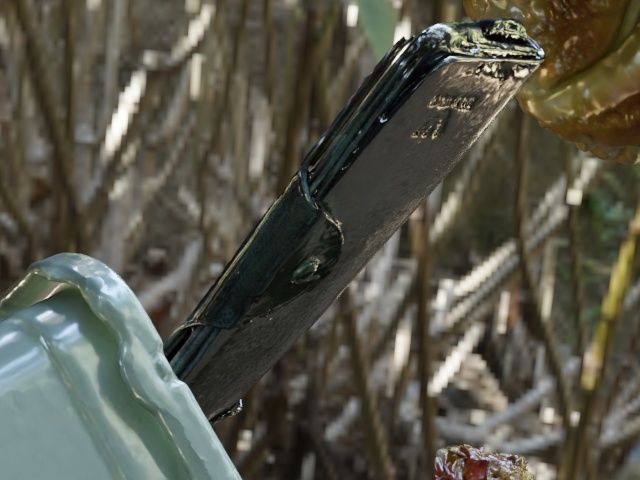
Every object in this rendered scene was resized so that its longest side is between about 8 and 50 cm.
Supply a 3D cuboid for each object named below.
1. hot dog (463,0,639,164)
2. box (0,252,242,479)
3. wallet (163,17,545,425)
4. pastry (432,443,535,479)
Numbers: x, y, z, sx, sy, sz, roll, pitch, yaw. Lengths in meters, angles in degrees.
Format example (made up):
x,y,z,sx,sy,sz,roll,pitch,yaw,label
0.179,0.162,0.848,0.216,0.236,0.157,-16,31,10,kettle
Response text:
x,y,z,sx,sy,sz,roll,pitch,yaw,label
0.312,-0.244,1.567,0.367,0.365,0.196,46,12,-26,hot dog
-0.189,0.151,0.809,0.182,0.175,0.312,-26,-6,-39,box
0.000,0.000,1.029,0.045,0.318,0.172,46,23,13,wallet
0.131,0.205,1.165,0.063,0.169,0.087,-16,19,26,pastry
